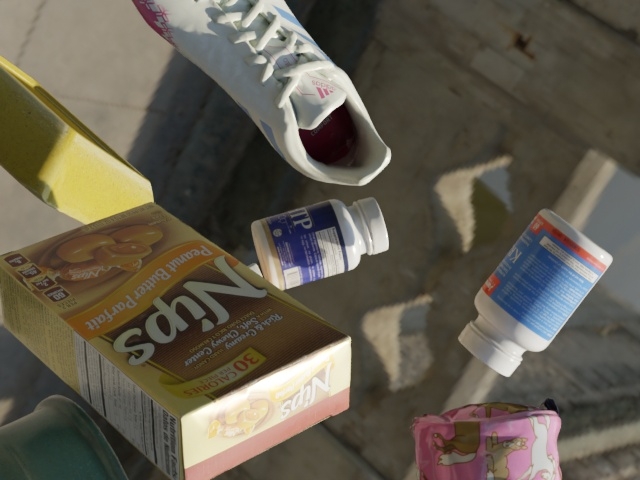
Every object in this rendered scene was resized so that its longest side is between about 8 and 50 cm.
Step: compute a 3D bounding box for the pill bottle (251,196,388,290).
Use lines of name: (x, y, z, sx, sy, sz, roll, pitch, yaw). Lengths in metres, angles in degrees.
pill bottle: (0.000, 0.000, 1.939, 0.186, 0.112, 0.112, -16, 142, -8)

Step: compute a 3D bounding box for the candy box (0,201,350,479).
candy box: (-0.141, 0.083, 1.200, 0.183, 0.316, 0.088, -23, 127, -33)

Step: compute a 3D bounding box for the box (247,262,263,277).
box: (-0.152, 0.186, 1.927, 0.168, 0.215, 0.345, -27, 178, -18)

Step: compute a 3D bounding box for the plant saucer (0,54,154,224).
plant saucer: (-0.349, -0.138, 1.582, 0.081, 0.332, 0.333, -49, 161, 0)

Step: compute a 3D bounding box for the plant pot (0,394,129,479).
plant pot: (-0.386, 0.374, 1.371, 0.334, 0.341, 0.341, -16, 137, -30)

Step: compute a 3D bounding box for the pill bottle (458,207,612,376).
pill bottle: (0.292, 0.076, 1.816, 0.221, 0.124, 0.124, -54, 149, 7)

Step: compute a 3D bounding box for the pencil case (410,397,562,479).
pencil case: (0.182, 0.355, 1.290, 0.167, 0.386, 0.160, 1, 168, -31)

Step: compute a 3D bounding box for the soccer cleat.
soccer cleat: (-0.048, -0.176, 1.214, 0.116, 0.143, 0.331, -48, 121, -6)
